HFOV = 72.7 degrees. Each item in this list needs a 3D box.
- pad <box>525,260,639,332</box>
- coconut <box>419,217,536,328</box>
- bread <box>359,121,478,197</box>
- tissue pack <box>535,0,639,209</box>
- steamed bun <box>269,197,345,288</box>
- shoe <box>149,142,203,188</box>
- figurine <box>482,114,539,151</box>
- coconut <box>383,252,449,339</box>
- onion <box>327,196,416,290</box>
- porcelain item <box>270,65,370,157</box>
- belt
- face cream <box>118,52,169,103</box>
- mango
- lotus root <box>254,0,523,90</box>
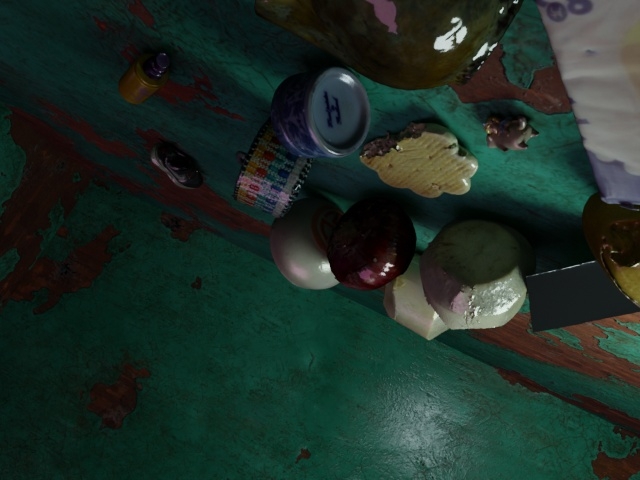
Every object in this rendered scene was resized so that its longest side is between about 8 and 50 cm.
[{"bbox_3d":[0.567,0.116,0.909,0.248,0.007,0.367,-16,146,21],"label":"pad"},{"bbox_3d":[0.345,0.083,0.981,0.245,0.244,0.247,20,157,26],"label":"coconut"},{"bbox_3d":[0.195,-0.148,0.845,0.182,0.038,0.251,33,164,-23],"label":"bread"},{"bbox_3d":[0.349,-0.153,0.366,0.242,0.125,0.344,17,162,49],"label":"tissue pack"},{"bbox_3d":[0.000,0.000,1.275,0.283,0.282,0.177,35,139,-28],"label":"steamed bun"},{"bbox_3d":[-0.507,-0.267,1.581,0.112,0.099,0.227,2,152,43],"label":"shoe"},{"bbox_3d":[0.276,-0.165,0.647,0.050,0.047,0.083,52,163,-26],"label":"figurine"},{"bbox_3d":[0.331,0.170,1.327,0.244,0.239,0.239,26,166,28],"label":"coconut"},{"bbox_3d":[0.130,0.010,1.105,0.190,0.246,0.247,30,167,-39],"label":"onion"},{"bbox_3d":[-0.002,-0.215,0.744,0.114,0.147,0.147,10,157,48],"label":"porcelain item"},{"bbox_3d":[-0.117,-0.168,1.013,0.161,0.206,0.295,25,-179,-9],"label":"belt"},{"bbox_3d":[-0.405,-0.384,1.015,0.078,0.078,0.273,36,163,-32],"label":"face cream"},{"bbox_3d":[0.513,0.026,0.661,0.262,0.167,0.130,36,140,-7],"label":"mango"},{"bbox_3d":[0.074,-0.257,0.479,0.260,0.149,0.267,32,168,-14],"label":"lotus root"}]
